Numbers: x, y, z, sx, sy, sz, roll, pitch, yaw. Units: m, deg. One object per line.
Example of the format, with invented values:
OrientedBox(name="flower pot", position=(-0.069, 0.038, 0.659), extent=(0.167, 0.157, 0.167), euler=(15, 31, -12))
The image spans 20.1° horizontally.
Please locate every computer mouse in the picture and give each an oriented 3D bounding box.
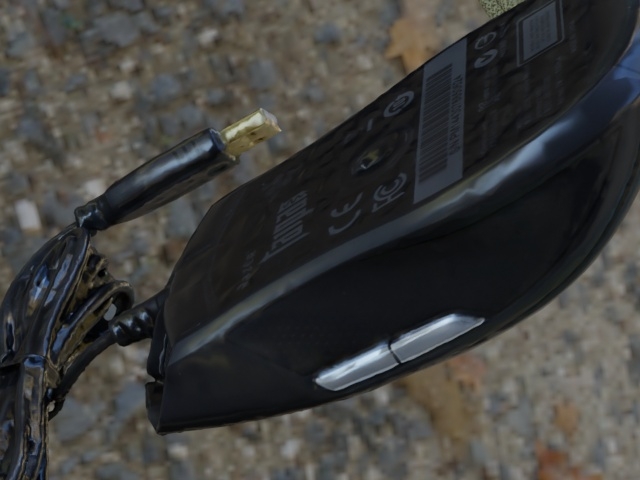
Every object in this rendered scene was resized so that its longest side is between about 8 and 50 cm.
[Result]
OrientedBox(name="computer mouse", position=(0.000, 0.000, 0.550), extent=(0.060, 0.262, 0.184), euler=(50, 18, -21))

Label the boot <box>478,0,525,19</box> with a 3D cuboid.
OrientedBox(name="boot", position=(0.104, -0.203, 0.696), extent=(0.095, 0.203, 0.262), euler=(-20, 87, -25))
